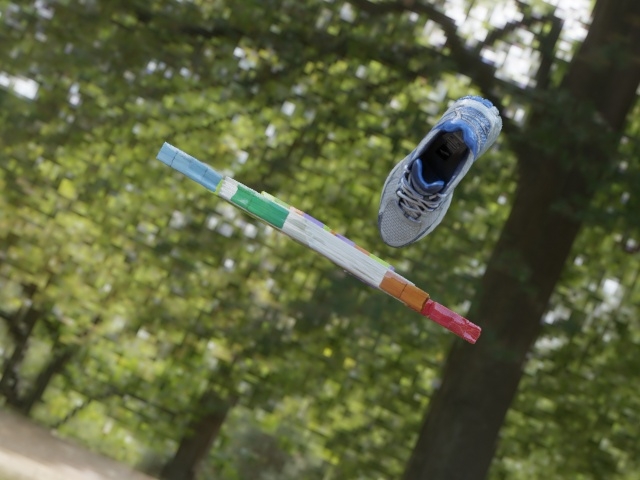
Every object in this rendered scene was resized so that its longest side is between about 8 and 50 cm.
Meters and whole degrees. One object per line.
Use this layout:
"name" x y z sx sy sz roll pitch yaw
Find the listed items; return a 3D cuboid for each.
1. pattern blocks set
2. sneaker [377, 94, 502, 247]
"pattern blocks set" 0.000 0.000 1.406 0.285 0.026 0.325 29 -1 32
"sneaker" 0.075 -0.045 1.065 0.052 0.135 0.058 35 31 7
